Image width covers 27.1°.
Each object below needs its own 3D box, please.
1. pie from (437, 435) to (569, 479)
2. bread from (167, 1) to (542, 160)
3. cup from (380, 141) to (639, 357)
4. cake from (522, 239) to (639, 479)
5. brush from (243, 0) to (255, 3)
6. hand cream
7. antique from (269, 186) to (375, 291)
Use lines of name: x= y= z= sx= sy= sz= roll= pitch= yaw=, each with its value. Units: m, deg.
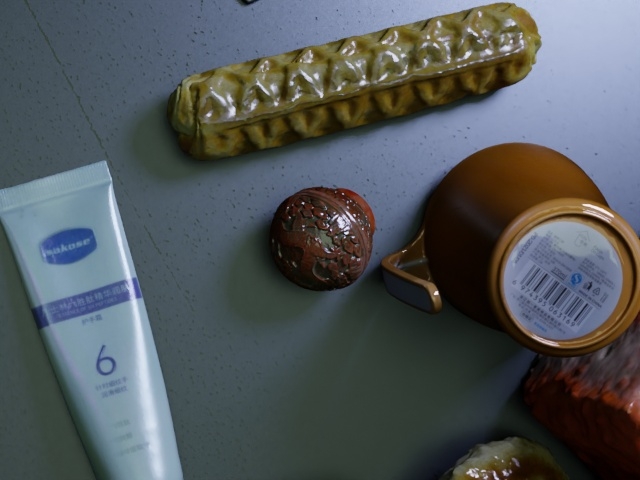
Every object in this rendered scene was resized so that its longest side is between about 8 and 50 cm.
pie: x=0.172 y=0.291 z=1.248 sx=0.179 sy=0.084 sz=0.205 roll=-21 pitch=106 yaw=-16
bread: x=0.036 y=-0.151 z=1.249 sx=0.368 sy=0.077 sz=0.084 roll=-15 pitch=90 yaw=-12
cup: x=0.171 y=0.017 z=1.186 sx=0.226 sy=0.264 sz=0.182 roll=-15 pitch=99 yaw=0
cake: x=0.394 y=0.122 z=1.212 sx=0.269 sy=0.270 sz=0.319 roll=43 pitch=82 yaw=-6
brush: x=-0.108 y=-0.312 z=1.257 sx=0.063 sy=0.016 sz=0.193 roll=-44 pitch=96 yaw=-10
hand cream: x=-0.202 y=0.093 z=1.215 sx=0.109 sy=0.067 sz=0.320 roll=-17 pitch=84 yaw=-10
antique: x=0.000 y=0.000 z=1.224 sx=0.104 sy=0.104 sz=0.104 roll=0 pitch=88 yaw=-11
